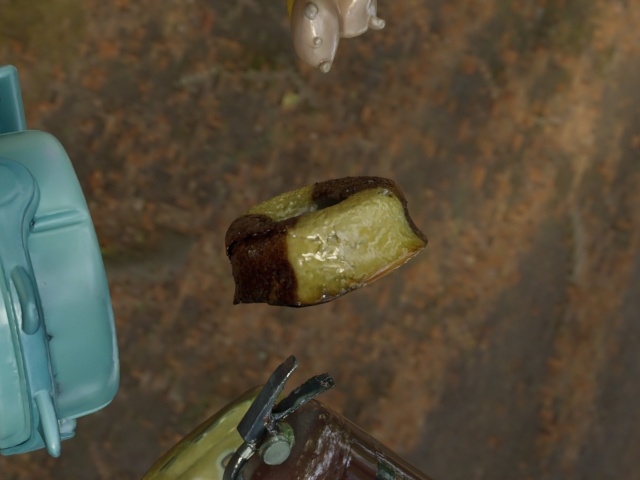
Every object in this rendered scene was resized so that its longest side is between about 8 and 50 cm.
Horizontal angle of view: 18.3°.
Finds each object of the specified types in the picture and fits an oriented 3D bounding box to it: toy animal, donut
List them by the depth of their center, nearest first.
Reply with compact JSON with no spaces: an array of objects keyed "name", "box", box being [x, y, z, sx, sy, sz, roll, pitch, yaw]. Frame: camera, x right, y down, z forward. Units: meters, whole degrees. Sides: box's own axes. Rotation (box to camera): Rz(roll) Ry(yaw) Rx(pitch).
[{"name":"donut","box":[0.000,0.000,1.329,0.140,0.140,0.059,-31,108,-46]},{"name":"toy animal","box":[0.015,-0.202,1.680,0.114,0.082,0.091,-98,-167,-52]}]

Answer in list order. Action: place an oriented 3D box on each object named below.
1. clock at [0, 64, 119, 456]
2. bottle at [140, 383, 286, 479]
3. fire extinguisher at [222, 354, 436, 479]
[{"name":"clock","box":[-0.199,0.026,1.317,0.094,0.274,0.224,-15,122,-16]},{"name":"bottle","box":[0.007,0.302,1.706,0.171,0.351,0.171,-41,170,-9]},{"name":"fire extinguisher","box":[0.014,0.096,0.735,0.064,0.043,0.158,-46,134,7]}]
